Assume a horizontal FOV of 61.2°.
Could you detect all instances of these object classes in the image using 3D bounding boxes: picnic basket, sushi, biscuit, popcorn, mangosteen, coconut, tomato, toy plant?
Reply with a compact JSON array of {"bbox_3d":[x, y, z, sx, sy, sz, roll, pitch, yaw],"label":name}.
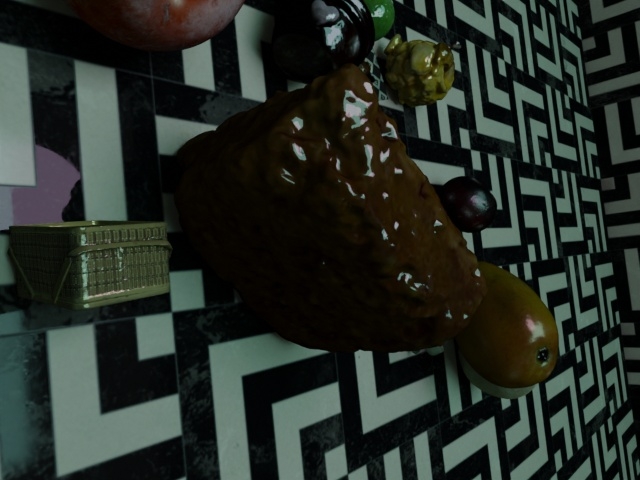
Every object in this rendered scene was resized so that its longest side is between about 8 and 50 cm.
[{"bbox_3d":[-0.251,0.021,0.590,0.115,0.164,0.080,-7,97,-50],"label":"picnic basket"},{"bbox_3d":[0.083,-0.347,1.134,0.120,0.026,0.126,-21,95,-45],"label":"sushi"},{"bbox_3d":[0.000,0.000,0.747,0.395,0.342,0.166,51,52,-27],"label":"biscuit"},{"bbox_3d":[0.217,-0.375,1.210,0.194,0.163,0.140,-12,114,-80],"label":"popcorn"},{"bbox_3d":[0.345,-0.078,1.305,0.152,0.152,0.153,11,75,-47],"label":"mangosteen"},{"bbox_3d":[0.438,0.267,1.294,0.222,0.202,0.202,-20,98,-51],"label":"coconut"},{"bbox_3d":[-0.209,-0.369,0.651,0.270,0.227,0.270,-39,144,-37],"label":"tomato"},{"bbox_3d":[0.010,-0.390,0.947,0.218,0.175,0.235,26,60,5],"label":"toy plant"}]

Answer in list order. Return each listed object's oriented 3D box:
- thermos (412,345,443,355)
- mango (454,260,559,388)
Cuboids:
[{"bbox_3d":[0.184,0.122,1.076,0.265,0.146,0.176,51,22,-42],"label":"thermos"},{"bbox_3d":[0.367,0.166,1.155,0.173,0.317,0.211,-7,128,-25],"label":"mango"}]
